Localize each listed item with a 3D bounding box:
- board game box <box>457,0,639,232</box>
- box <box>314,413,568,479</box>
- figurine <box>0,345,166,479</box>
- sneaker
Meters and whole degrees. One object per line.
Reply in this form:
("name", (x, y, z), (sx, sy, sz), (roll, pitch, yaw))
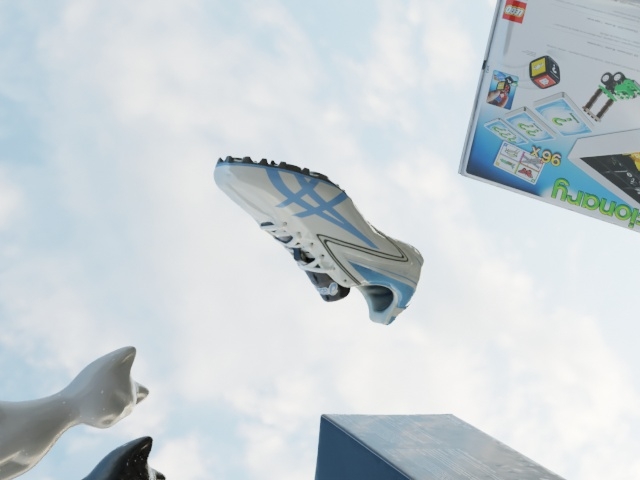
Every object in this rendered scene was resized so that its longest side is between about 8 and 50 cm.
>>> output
("board game box", (0.276, -0.099, 0.858), (0.053, 0.305, 0.192), (-42, -33, -56))
("box", (0.129, 0.274, 1.199), (0.184, 0.261, 0.103), (2, -82, -24))
("figurine", (-0.246, 0.202, 0.995), (0.210, 0.214, 0.092), (-21, -135, -23))
("sneaker", (0.000, 0.000, 0.964), (0.237, 0.085, 0.086), (33, -110, -31))
